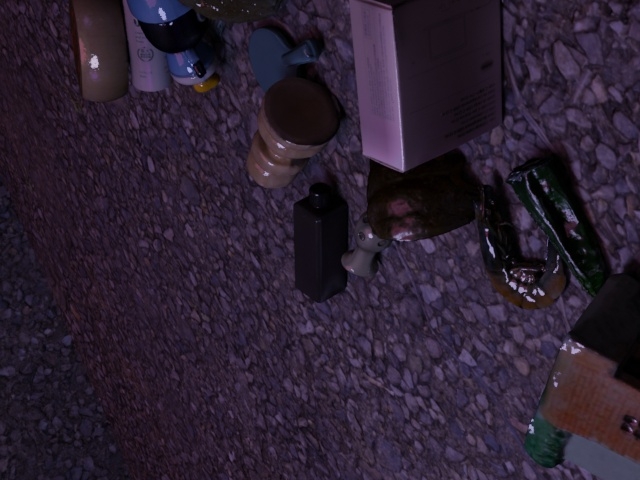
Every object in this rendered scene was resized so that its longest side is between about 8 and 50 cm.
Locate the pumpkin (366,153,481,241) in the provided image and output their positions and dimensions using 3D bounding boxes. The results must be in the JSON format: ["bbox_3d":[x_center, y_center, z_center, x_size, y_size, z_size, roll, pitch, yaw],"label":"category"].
[{"bbox_3d":[0.125,-0.094,1.759,0.254,0.149,0.130,22,139,49],"label":"pumpkin"}]

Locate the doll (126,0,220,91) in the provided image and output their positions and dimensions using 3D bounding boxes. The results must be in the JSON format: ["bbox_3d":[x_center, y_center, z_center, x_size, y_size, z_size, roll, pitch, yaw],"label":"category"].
[{"bbox_3d":[-0.276,-0.426,2.058,0.177,0.141,0.314,56,173,46],"label":"doll"}]

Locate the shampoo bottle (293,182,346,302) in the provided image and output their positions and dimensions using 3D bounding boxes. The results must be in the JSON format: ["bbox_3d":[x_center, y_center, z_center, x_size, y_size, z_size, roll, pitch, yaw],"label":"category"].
[{"bbox_3d":[0.000,0.000,2.080,0.079,0.080,0.246,34,140,36],"label":"shampoo bottle"}]

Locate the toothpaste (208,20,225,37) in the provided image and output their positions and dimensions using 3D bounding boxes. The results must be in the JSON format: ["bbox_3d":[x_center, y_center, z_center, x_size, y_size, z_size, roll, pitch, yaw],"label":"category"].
[{"bbox_3d":[-0.254,-0.483,2.128,0.205,0.036,0.056,48,148,14],"label":"toothpaste"}]

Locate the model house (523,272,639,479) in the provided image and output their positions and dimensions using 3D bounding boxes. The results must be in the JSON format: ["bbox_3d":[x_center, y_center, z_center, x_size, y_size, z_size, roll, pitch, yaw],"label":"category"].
[{"bbox_3d":[0.480,0.245,1.498,0.325,0.194,0.267,30,136,22],"label":"model house"}]

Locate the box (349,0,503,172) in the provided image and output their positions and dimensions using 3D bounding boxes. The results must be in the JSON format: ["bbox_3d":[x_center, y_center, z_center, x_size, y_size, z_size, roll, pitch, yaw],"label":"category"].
[{"bbox_3d":[0.154,-0.250,1.531,0.106,0.203,0.252,28,136,44],"label":"box"}]

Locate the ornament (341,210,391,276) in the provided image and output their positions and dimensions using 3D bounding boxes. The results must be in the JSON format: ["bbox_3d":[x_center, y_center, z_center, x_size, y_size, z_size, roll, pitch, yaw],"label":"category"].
[{"bbox_3d":[0.089,-0.001,1.957,0.074,0.081,0.156,21,145,2],"label":"ornament"}]

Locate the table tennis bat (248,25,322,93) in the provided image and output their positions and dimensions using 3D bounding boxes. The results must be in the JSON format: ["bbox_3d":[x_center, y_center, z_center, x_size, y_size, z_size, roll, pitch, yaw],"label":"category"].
[{"bbox_3d":[-0.064,-0.324,1.968,0.237,0.038,0.149,-8,106,62],"label":"table tennis bat"}]

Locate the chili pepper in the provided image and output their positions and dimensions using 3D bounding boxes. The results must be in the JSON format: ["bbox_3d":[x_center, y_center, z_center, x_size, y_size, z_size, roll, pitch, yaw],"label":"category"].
[{"bbox_3d":[0.350,-0.012,1.576,0.227,0.059,0.088,61,150,-5],"label":"chili pepper"}]

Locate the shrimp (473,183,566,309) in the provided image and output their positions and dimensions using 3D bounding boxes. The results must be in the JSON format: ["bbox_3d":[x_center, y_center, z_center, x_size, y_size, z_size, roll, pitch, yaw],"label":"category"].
[{"bbox_3d":[0.305,0.011,1.670,0.150,0.051,0.217,0,119,50],"label":"shrimp"}]

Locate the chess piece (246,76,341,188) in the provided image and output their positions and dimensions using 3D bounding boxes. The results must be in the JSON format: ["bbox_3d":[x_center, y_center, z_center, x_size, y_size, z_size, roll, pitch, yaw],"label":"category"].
[{"bbox_3d":[-0.065,-0.176,2.000,0.143,0.142,0.261,56,154,11],"label":"chess piece"}]

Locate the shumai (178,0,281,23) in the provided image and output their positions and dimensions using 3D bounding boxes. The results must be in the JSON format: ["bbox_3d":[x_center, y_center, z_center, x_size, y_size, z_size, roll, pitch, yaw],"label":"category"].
[{"bbox_3d":[-0.161,-0.519,1.890,0.222,0.204,0.272,5,149,24],"label":"shumai"}]

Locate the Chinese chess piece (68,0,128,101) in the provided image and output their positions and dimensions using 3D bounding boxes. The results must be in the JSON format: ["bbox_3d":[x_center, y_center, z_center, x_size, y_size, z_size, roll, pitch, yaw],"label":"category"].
[{"bbox_3d":[-0.482,-0.432,2.356,0.273,0.102,0.273,171,90,-76],"label":"Chinese chess piece"}]

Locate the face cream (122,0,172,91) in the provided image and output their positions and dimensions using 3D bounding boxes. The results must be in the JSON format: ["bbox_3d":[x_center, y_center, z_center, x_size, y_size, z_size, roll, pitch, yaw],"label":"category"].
[{"bbox_3d":[-0.359,-0.461,2.248,0.092,0.092,0.311,37,140,36],"label":"face cream"}]
